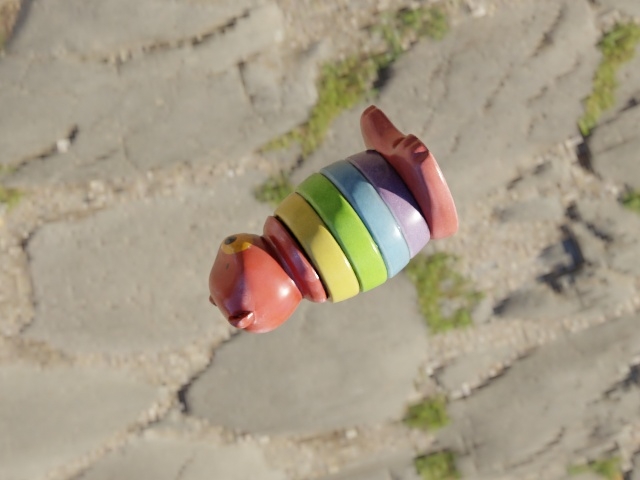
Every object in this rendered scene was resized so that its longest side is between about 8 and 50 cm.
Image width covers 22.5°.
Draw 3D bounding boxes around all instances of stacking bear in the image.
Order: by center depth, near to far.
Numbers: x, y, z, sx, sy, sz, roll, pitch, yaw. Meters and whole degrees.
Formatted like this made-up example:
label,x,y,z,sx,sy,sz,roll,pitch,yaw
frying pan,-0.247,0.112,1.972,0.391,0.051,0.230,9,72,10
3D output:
label,x,y,z,sx,sy,sz,roll,pitch,yaw
stacking bear,0.000,0.000,1.867,0.289,0.175,0.164,-33,121,-8
